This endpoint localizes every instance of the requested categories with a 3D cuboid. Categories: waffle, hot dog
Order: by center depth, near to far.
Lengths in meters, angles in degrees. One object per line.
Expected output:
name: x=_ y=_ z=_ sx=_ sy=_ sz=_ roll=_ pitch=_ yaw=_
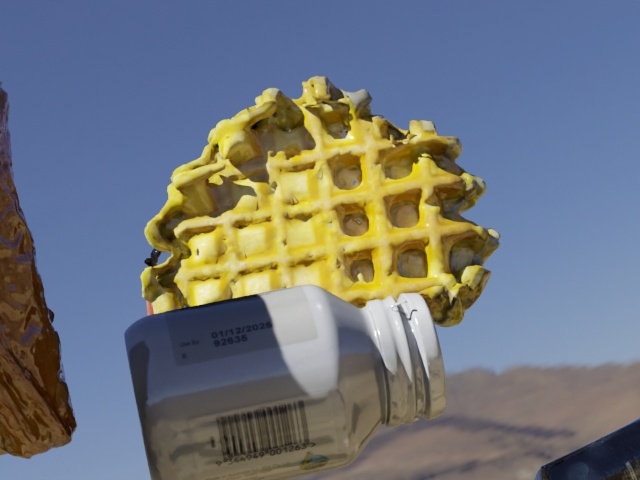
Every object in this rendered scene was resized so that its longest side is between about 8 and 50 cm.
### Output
hot dog: x=-0.250 y=0.018 z=1.050 sx=0.122 sy=0.272 sz=0.196 roll=-13 pitch=2 yaw=-29
waffle: x=0.000 y=-0.001 z=1.258 sx=0.280 sy=0.262 sz=0.060 roll=-53 pitch=-12 yaw=-15

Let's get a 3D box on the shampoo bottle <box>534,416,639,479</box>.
shampoo bottle: x=0.229 y=0.201 z=1.306 sx=0.208 sy=0.057 sz=0.063 roll=-26 pitch=-22 yaw=-16

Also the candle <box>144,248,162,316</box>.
candle: x=-0.144 y=0.075 z=1.372 sx=0.026 sy=0.167 sz=0.021 roll=-6 pitch=-28 yaw=-1

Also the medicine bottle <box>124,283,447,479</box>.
medicine bottle: x=-0.024 y=0.102 z=1.113 sx=0.215 sy=0.135 sz=0.135 roll=-11 pitch=-13 yaw=-7
